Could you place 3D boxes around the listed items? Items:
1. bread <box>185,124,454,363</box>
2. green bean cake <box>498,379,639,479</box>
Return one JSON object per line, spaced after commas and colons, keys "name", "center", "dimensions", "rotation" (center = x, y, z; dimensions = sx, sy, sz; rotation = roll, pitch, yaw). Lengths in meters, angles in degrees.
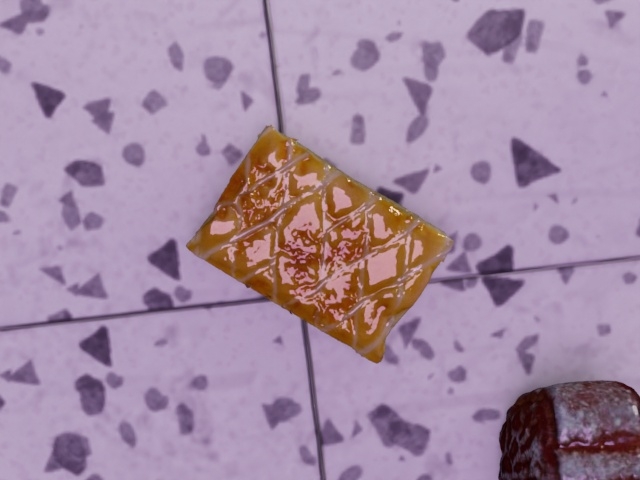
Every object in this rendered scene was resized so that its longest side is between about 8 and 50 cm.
{"name": "bread", "center": [0.001, 0.000, 1.387], "dimensions": [0.188, 0.068, 0.125], "rotation": [32, 97, -4]}
{"name": "green bean cake", "center": [0.208, 0.236, 1.391], "dimensions": [0.097, 0.198, 0.232], "rotation": [-2, 83, -8]}
